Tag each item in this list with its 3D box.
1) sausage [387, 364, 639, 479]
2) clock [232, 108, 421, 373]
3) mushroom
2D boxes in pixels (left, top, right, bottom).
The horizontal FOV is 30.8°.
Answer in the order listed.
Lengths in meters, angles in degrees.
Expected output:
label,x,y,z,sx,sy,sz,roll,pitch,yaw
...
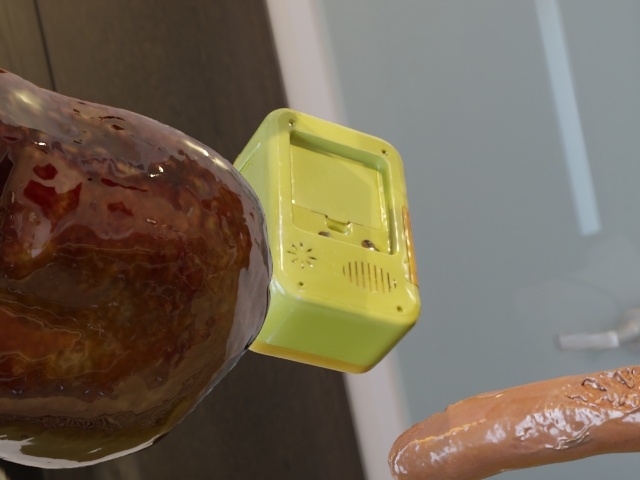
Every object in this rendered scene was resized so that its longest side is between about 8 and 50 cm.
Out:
label,x,y,z,sx,sy,sz,roll,pitch,yaw
sausage,0.207,0.160,0.995,0.326,0.087,0.079,-16,4,29
clock,0.000,0.000,0.968,0.143,0.202,0.096,18,-43,-24
mushroom,-0.157,-0.011,0.442,0.227,0.148,0.217,25,3,-40
